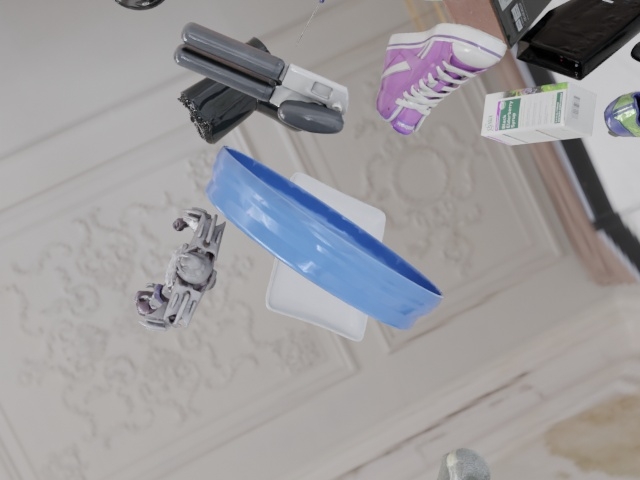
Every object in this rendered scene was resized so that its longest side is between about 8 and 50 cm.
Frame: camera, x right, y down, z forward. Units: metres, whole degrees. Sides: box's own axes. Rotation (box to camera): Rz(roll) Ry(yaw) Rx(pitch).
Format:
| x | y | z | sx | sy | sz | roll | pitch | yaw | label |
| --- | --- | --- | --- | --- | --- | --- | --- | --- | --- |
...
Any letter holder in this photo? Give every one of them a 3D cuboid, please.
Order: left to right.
| x | y | z | sx | sy | sz | roll | pitch | yaw | label |
| --- | --- | --- | --- | --- | --- | --- | --- | --- | --- |
| 0.251 | -0.511 | 1.980 | 0.214 | 0.302 | 0.152 | 26 | -111 | 41 | letter holder |

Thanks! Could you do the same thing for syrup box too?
| x | y | z | sx | sy | sz | roll | pitch | yaw | label |
| --- | --- | --- | --- | --- | --- | --- | --- | --- | --- |
| 0.454 | -0.263 | 2.376 | 0.096 | 0.093 | 0.237 | 13 | 172 | -37 | syrup box |

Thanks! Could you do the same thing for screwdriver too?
| x | y | z | sx | sy | sz | roll | pitch | yaw | label |
| --- | --- | --- | --- | --- | --- | --- | --- | --- | --- |
| -0.004 | -0.444 | 2.175 | 0.025 | 0.170 | 0.024 | 11 | -151 | -31 | screwdriver |

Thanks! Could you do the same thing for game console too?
| x | y | z | sx | sy | sz | roll | pitch | yaw | label |
| --- | --- | --- | --- | --- | --- | --- | --- | --- | --- |
| 0.490 | -0.284 | 1.696 | 0.361 | 0.044 | 0.213 | 28 | -127 | 36 | game console |

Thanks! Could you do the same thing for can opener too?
| x | y | z | sx | sy | sz | roll | pitch | yaw | label |
| --- | --- | --- | --- | --- | --- | --- | --- | --- | --- |
| -0.089 | -0.243 | 1.736 | 0.095 | 0.283 | 0.076 | -80 | -166 | -61 | can opener |

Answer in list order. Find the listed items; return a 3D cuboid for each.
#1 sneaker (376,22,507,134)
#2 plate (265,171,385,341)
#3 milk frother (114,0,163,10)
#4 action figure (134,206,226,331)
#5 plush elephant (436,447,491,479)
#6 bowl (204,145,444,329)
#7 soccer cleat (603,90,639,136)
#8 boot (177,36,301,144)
| x | y | z | sx | sy | sz | roll | pitch | yaw | label |
| --- | --- | --- | --- | --- | --- | --- | --- | --- | --- |
| 0.175 | -0.234 | 1.714 | 0.102 | 0.161 | 0.282 | 19 | 175 | -22 | sneaker |
| 0.005 | 0.036 | 2.243 | 0.045 | 0.278 | 0.277 | -2 | 162 | 46 | plate |
| -0.187 | -0.346 | 1.237 | 0.129 | 0.143 | 0.135 | -28 | -179 | -18 | milk frother |
| -0.204 | 0.053 | 1.650 | 0.185 | 0.099 | 0.285 | -59 | -177 | -15 | action figure |
| 0.225 | 0.491 | 1.965 | 0.330 | 0.272 | 0.255 | -64 | -154 | 8 | plush elephant |
| 0.000 | 0.000 | 1.661 | 0.077 | 0.391 | 0.391 | -56 | -176 | 6 | bowl |
| 0.679 | -0.248 | 2.167 | 0.289 | 0.093 | 0.121 | -8 | 170 | -23 | soccer cleat |
| -0.153 | -0.262 | 2.291 | 0.207 | 0.246 | 0.094 | -40 | -140 | -6 | boot |
